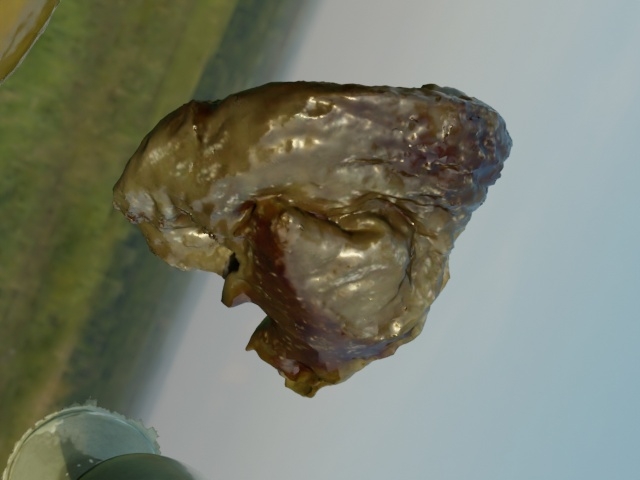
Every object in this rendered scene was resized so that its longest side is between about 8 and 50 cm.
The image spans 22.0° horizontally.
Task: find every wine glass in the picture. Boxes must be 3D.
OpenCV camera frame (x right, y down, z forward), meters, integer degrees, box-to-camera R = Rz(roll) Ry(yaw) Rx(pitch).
[{"bbox_3d":[-0.145,0.210,1.230,0.143,0.143,0.321,-67,-162,-4],"label":"wine glass"}]

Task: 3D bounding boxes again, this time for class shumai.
[{"bbox_3d":[0.006,-0.011,0.609,0.139,0.105,0.123,-34,164,3],"label":"shumai"}]

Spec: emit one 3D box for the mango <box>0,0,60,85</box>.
[{"bbox_3d":[-0.167,-0.069,0.344,0.130,0.262,0.167,-131,-161,-65],"label":"mango"}]
